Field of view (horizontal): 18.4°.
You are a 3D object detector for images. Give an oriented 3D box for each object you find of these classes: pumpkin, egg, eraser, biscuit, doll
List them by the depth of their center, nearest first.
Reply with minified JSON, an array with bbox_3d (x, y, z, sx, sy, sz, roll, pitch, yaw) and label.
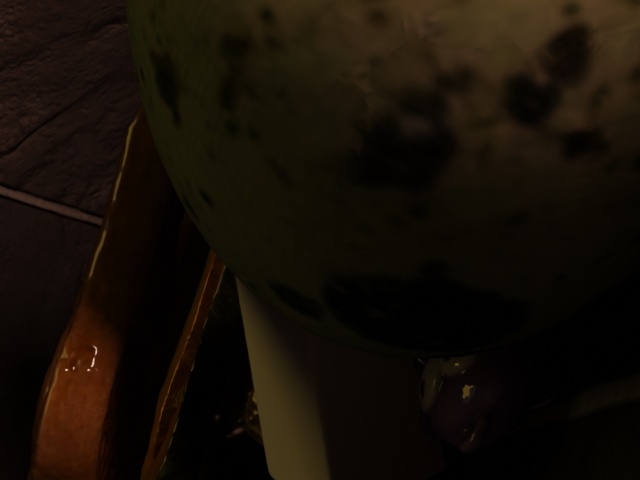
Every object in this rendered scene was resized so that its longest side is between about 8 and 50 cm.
[{"bbox_3d":[0.059,-0.110,0.839,0.287,0.288,0.379,-89,8,-55],"label":"egg"},{"bbox_3d":[-0.106,0.070,0.970,0.186,0.044,0.295,87,-163,-64],"label":"biscuit"},{"bbox_3d":[0.090,0.044,1.021,0.110,0.067,0.206,-54,9,32],"label":"doll"},{"bbox_3d":[0.001,0.000,1.076,0.076,0.078,0.298,27,132,52],"label":"eraser"},{"bbox_3d":[-0.030,0.092,1.331,0.222,0.139,0.317,-110,42,-76],"label":"pumpkin"}]
